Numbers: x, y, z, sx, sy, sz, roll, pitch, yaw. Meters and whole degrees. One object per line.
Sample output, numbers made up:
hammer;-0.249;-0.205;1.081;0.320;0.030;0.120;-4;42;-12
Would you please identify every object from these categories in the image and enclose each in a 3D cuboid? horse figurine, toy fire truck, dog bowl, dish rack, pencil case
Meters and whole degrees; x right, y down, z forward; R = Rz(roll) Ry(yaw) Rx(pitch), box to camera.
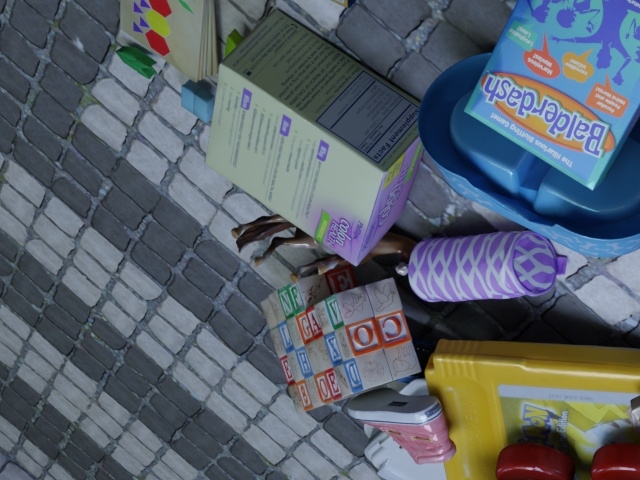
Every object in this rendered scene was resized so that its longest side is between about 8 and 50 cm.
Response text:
horse figurine;0.000;0.000;2.184;0.263;0.174;0.066;20;123;46
toy fire truck;0.338;0.382;2.092;0.302;0.169;0.254;-3;147;26
dog bowl;0.245;-0.086;1.776;0.297;0.166;0.074;28;159;21
dish rack;0.227;0.328;2.335;0.332;0.072;0.285;29;151;-5
pencil case;0.198;0.035;2.053;0.088;0.086;0.206;18;167;-35

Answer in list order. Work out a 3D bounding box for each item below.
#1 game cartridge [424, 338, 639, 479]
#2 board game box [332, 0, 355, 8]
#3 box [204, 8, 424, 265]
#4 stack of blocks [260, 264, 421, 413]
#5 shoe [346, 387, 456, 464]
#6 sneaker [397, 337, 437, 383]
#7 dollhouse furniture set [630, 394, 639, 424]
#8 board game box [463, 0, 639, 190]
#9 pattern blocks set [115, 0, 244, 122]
game cartridge;0.305;0.248;2.114;0.323;0.053;0.285;1;130;19
board game box;-0.059;-0.373;1.855;0.243;0.042;0.165;28;147;22
box;-0.005;-0.124;2.042;0.243;0.117;0.213;35;149;13
stack of blocks;0.022;0.126;2.248;0.297;0.087;0.171;147;106;-69
shoe;0.103;0.242;2.149;0.178;0.063;0.081;-1;116;55
sneaker;0.168;0.177;2.303;0.209;0.069;0.082;15;180;20
dollhouse furniture set;0.460;0.243;1.928;0.144;0.123;0.151;-28;109;17
board game box;0.257;-0.179;1.660;0.160;0.047;0.210;32;123;14
pattern blocks set;-0.194;-0.296;2.117;0.285;0.026;0.325;40;151;8
